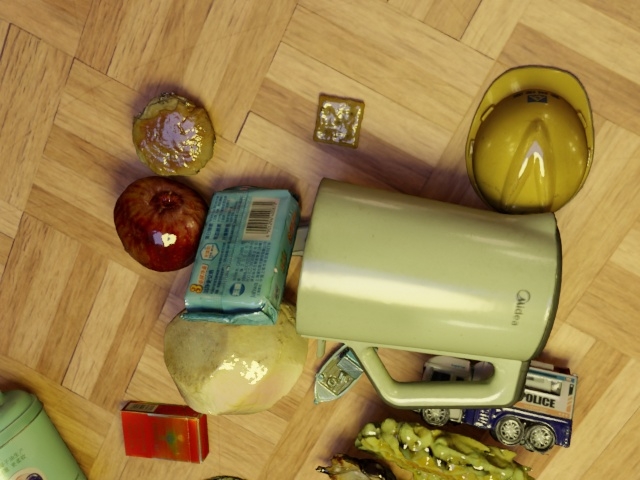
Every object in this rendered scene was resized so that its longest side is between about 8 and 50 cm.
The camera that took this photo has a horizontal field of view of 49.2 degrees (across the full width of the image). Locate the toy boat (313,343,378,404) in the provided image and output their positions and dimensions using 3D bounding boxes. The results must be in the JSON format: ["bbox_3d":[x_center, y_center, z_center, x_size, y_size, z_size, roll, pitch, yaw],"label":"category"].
[{"bbox_3d":[0.042,0.246,1.323,0.069,0.059,0.173,39,112,-2],"label":"toy boat"}]

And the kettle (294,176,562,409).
[{"bbox_3d":[0.158,0.104,1.109,0.376,0.250,0.361,9,103,4],"label":"kettle"}]

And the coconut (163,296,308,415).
[{"bbox_3d":[-0.144,0.196,1.259,0.259,0.259,0.259,4,109,11],"label":"coconut"}]

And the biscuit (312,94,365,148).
[{"bbox_3d":[0.031,-0.203,1.198,0.081,0.018,0.083,13,111,7],"label":"biscuit"}]

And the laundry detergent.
[{"bbox_3d":[-0.661,0.481,1.433,0.287,0.287,0.305,-23,103,18],"label":"laundry detergent"}]

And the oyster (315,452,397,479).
[{"bbox_3d":[0.155,0.519,1.334,0.361,0.221,0.096,46,73,-13],"label":"oyster"}]

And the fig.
[{"bbox_3d":[-0.285,-0.008,1.270,0.175,0.175,0.207,22,137,4],"label":"fig"}]

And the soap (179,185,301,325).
[{"bbox_3d":[-0.128,0.020,1.180,0.156,0.293,0.077,3,147,13],"label":"soap"}]

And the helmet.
[{"bbox_3d":[0.332,-0.134,1.095,0.205,0.140,0.257,6,112,10],"label":"helmet"}]

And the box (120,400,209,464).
[{"bbox_3d":[-0.323,0.399,1.458,0.175,0.048,0.112,3,107,12],"label":"box"}]

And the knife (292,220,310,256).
[{"bbox_3d":[-0.001,-0.003,1.259,0.265,0.040,0.073,-4,111,13],"label":"knife"}]

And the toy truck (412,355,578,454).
[{"bbox_3d":[0.300,0.273,1.231,0.268,0.124,0.155,12,77,9],"label":"toy truck"}]

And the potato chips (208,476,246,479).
[{"bbox_3d":[-0.185,0.594,1.509,0.220,0.029,0.202,34,111,-3],"label":"potato chips"}]

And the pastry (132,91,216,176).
[{"bbox_3d":[-0.257,-0.182,1.233,0.153,0.081,0.153,3,104,11],"label":"pastry"}]

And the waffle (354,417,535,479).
[{"bbox_3d":[0.216,0.395,1.256,0.317,0.297,0.073,22,67,-5],"label":"waffle"}]
